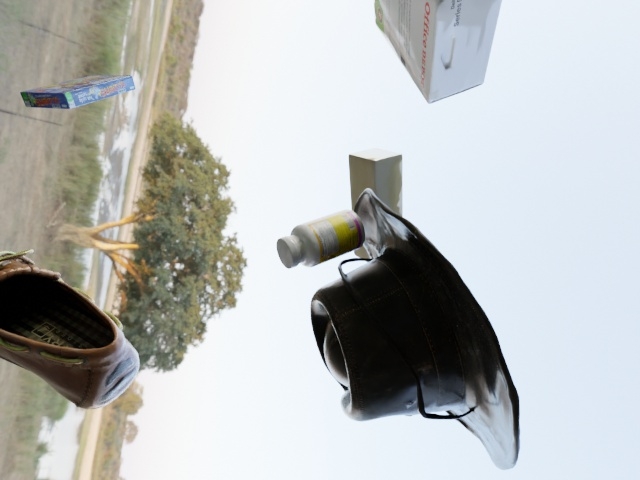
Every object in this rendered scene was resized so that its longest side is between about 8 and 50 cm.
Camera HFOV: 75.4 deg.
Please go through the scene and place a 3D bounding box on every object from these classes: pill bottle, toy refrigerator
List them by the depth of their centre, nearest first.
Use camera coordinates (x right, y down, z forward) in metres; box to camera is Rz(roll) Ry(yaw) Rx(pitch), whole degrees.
[{"bbox_3d":[0.000,0.000,0.405,0.043,0.083,0.044,37,-43,45],"label":"pill bottle"},{"bbox_3d":[0.141,-0.081,1.018,0.102,0.094,0.270,30,-48,52],"label":"toy refrigerator"}]

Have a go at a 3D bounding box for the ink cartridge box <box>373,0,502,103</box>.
[{"bbox_3d":[0.189,-0.414,0.727,0.198,0.114,0.273,72,-2,-59],"label":"ink cartridge box"}]

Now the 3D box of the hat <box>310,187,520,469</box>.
[{"bbox_3d":[0.066,0.119,0.448,0.332,0.133,0.331,62,-7,13],"label":"hat"}]

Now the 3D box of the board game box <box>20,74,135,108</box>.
[{"bbox_3d":[-0.559,-0.351,0.969,0.201,0.136,0.035,-53,146,-52],"label":"board game box"}]

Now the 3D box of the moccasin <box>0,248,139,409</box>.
[{"bbox_3d":[-0.419,0.085,0.565,0.139,0.379,0.147,-39,151,-48],"label":"moccasin"}]
